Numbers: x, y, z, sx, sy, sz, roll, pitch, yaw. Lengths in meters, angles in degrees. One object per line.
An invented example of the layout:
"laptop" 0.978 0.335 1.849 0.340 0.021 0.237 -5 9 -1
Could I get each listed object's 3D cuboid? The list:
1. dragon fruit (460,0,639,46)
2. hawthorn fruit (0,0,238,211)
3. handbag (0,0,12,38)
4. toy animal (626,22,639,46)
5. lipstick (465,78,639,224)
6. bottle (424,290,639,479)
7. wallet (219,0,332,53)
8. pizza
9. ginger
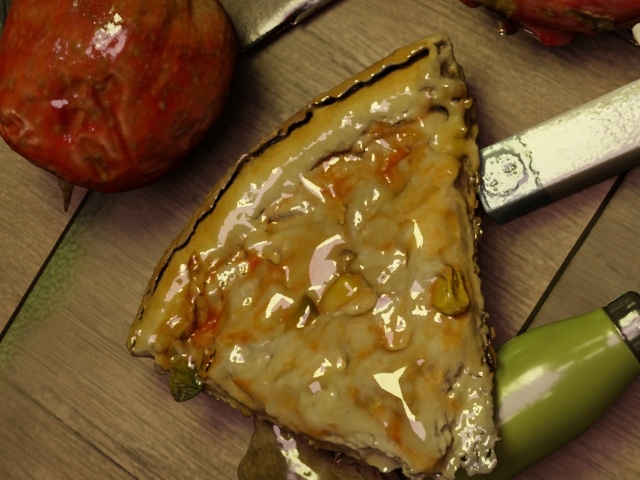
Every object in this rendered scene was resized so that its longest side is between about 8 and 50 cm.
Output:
"dragon fruit" 0.203 -0.331 1.380 0.291 0.269 0.250 26 83 14
"hawthorn fruit" -0.215 -0.176 1.496 0.258 0.258 0.262 36 77 20
"handbag" -0.373 -0.317 1.592 0.175 0.270 0.089 30 51 15
"toy animal" 0.344 -0.168 1.325 0.071 0.085 0.124 -44 66 5
"lipstick" 0.301 -0.110 1.410 0.317 0.068 0.066 -24 72 13
"bottle" 0.206 0.143 1.378 0.260 0.112 0.112 -34 73 11
"wallet" -0.025 -0.306 1.568 0.255 0.031 0.137 -33 74 11
"pizza" -0.022 0.034 1.429 0.392 0.080 0.435 -12 65 26
"ginger" 0.026 0.268 1.431 0.333 0.080 0.166 45 116 23
